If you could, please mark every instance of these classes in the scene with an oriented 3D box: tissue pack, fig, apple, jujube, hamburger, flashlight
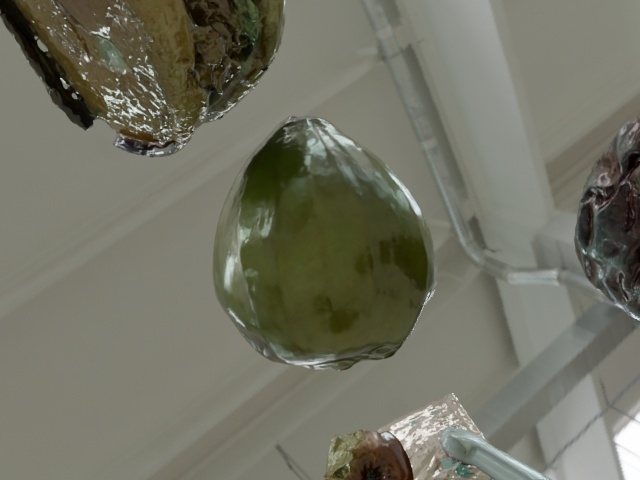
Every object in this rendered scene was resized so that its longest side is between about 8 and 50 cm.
[{"bbox_3d":[0.227,0.401,1.315,0.170,0.325,0.071,-29,-68,-3],"label":"tissue pack"},{"bbox_3d":[0.000,0.000,0.794,0.240,0.239,0.270,-7,-93,-31],"label":"fig"},{"bbox_3d":[0.076,0.384,1.214,0.156,0.158,0.147,-34,-87,-9],"label":"apple"},{"bbox_3d":[0.385,-0.050,0.731,0.226,0.226,0.317,-24,-23,-24],"label":"jujube"},{"bbox_3d":[-0.180,-0.243,0.753,0.195,0.277,0.318,-44,-54,-36],"label":"hamburger"},{"bbox_3d":[0.262,0.335,1.118,0.093,0.200,0.047,18,-87,-44],"label":"flashlight"}]
